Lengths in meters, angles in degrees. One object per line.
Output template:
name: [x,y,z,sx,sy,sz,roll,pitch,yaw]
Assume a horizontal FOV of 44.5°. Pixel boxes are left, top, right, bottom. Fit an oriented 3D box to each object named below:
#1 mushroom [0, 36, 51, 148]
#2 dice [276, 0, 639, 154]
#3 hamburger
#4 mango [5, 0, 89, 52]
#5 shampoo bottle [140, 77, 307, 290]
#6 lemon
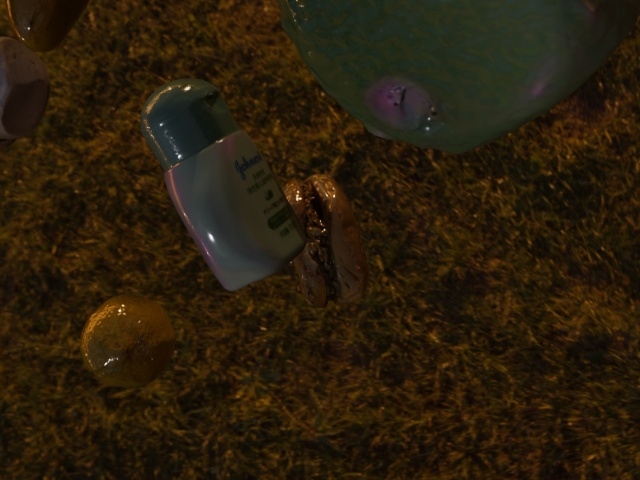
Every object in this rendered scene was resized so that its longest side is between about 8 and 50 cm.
mushroom: [-0.318,-0.144,0.773,0.088,0.097,0.212,-46,19,-22]
dice: [0.160,-0.318,0.915,0.330,0.318,0.322,-31,25,47]
hamburger: [0.000,0.000,1.708,0.158,0.318,0.319,-14,70,-8]
mango: [-0.579,-0.584,1.697,0.182,0.253,0.365,8,85,-2]
shampoo bottle: [-0.169,-0.103,1.299,0.151,0.222,0.349,-25,99,30]
lemon: [-0.417,0.219,1.705,0.204,0.260,0.204,0,91,-3]
